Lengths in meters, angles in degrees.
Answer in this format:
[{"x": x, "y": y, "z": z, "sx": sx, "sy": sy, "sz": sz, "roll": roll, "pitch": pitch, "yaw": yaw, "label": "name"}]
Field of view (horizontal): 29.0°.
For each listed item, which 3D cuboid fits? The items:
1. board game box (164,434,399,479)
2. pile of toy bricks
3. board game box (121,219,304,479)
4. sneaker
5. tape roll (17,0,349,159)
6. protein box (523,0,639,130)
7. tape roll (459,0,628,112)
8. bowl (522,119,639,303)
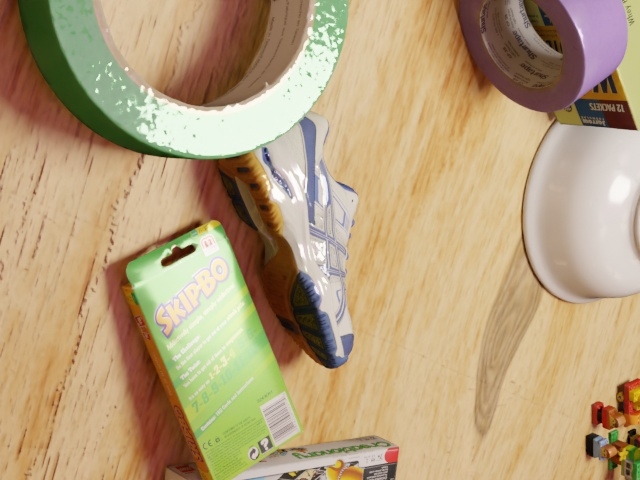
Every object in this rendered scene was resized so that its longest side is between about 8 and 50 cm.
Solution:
[{"x": -0.047, "y": 0.340, "z": 1.436, "sx": 0.305, "sy": 0.053, "sz": 0.193, "roll": -2, "pitch": 102, "yaw": -38, "label": "board game box"}, {"x": 0.467, "y": 0.321, "z": 1.807, "sx": 0.118, "sy": 0.105, "sz": 0.212, "roll": -19, "pitch": 113, "yaw": -34, "label": "pile of toy bricks"}, {"x": -0.114, "y": 0.118, "z": 1.309, "sx": 0.124, "sy": 0.039, "sz": 0.260, "roll": -29, "pitch": 108, "yaw": -31, "label": "board game box"}, {"x": 0.000, "y": 0.000, "z": 1.347, "sx": 0.131, "sy": 0.112, "sz": 0.297, "roll": -33, "pitch": 121, "yaw": -28, "label": "sneaker"}, {"x": -0.123, "y": -0.238, "z": 1.179, "sx": 0.321, "sy": 0.077, "sz": 0.321, "roll": -4, "pitch": 97, "yaw": -34, "label": "tape roll"}, {"x": 0.377, "y": -0.276, "z": 1.551, "sx": 0.201, "sy": 0.136, "sz": 0.200, "roll": -40, "pitch": 118, "yaw": -24, "label": "protein box"}, {"x": 0.257, "y": -0.249, "z": 1.436, "sx": 0.080, "sy": 0.189, "sz": 0.189, "roll": -37, "pitch": 122, "yaw": -26, "label": "tape roll"}, {"x": 0.419, "y": -0.047, "z": 1.656, "sx": 0.297, "sy": 0.134, "sz": 0.298, "roll": -11, "pitch": 109, "yaw": -37, "label": "bowl"}]
